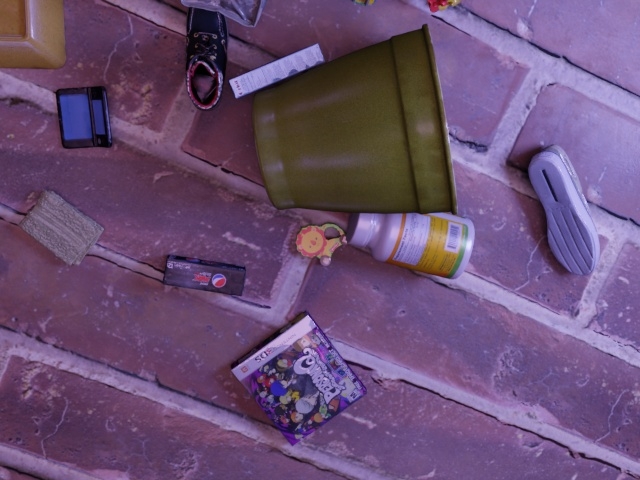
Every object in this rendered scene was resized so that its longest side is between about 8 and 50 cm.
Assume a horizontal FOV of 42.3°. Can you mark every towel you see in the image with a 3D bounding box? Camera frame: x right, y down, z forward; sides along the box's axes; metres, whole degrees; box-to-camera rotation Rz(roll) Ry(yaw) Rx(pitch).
[{"bbox_3d":[-0.535,-0.025,1.708,0.148,0.027,0.110,37,96,-13],"label":"towel"}]

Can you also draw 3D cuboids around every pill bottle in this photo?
[{"bbox_3d":[0.185,-0.011,1.738,0.246,0.136,0.136,15,99,-9],"label":"pill bottle"}]

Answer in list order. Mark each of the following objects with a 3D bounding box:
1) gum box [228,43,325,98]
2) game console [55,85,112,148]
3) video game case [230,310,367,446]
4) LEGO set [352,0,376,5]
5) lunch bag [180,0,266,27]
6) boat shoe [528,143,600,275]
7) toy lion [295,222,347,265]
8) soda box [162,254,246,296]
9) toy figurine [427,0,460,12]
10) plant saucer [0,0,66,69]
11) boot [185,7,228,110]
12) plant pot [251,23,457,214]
[{"bbox_3d":[-0.091,-0.334,1.633,0.184,0.157,0.041,-23,103,-2],"label":"gum box"},{"bbox_3d":[-0.473,-0.244,1.653,0.071,0.107,0.122,-12,104,-33],"label":"game console"},{"bbox_3d":[-0.046,0.305,1.821,0.210,0.042,0.232,-35,103,2],"label":"video game case"},{"bbox_3d":[0.102,-0.620,1.513,0.255,0.192,0.331,-18,71,-19],"label":"LEGO set"},{"bbox_3d":[-0.142,-0.568,1.504,0.169,0.235,0.287,17,117,-10],"label":"lunch bag"},{"bbox_3d":[0.541,-0.067,1.789,0.094,0.109,0.302,-42,117,-41],"label":"boat shoe"},{"bbox_3d":[0.000,0.000,1.776,0.096,0.034,0.100,43,93,-5],"label":"toy lion"},{"bbox_3d":[-0.245,0.074,1.747,0.169,0.053,0.060,10,100,-8],"label":"soda box"},{"bbox_3d":[0.352,-0.619,1.621,0.363,0.191,0.217,-23,98,-2],"label":"toy figurine"},{"bbox_3d":[-0.668,-0.498,1.575,0.333,0.081,0.332,0,102,-7],"label":"plant saucer"},{"bbox_3d":[-0.220,-0.366,1.600,0.085,0.178,0.236,0,102,-7],"label":"boot"},{"bbox_3d":[0.062,-0.203,1.606,0.353,0.366,0.366,-9,102,8],"label":"plant pot"}]
